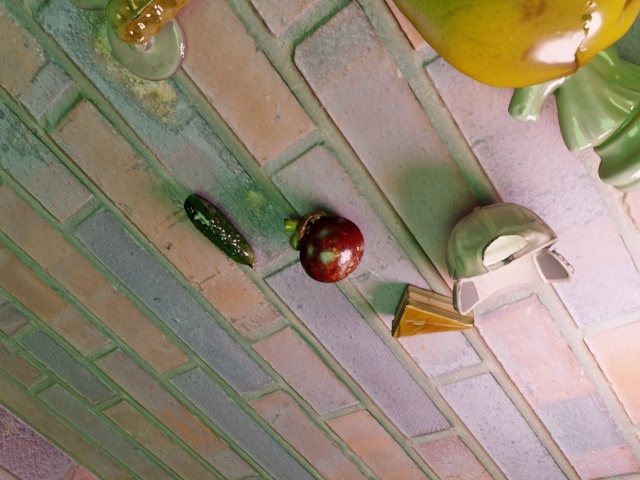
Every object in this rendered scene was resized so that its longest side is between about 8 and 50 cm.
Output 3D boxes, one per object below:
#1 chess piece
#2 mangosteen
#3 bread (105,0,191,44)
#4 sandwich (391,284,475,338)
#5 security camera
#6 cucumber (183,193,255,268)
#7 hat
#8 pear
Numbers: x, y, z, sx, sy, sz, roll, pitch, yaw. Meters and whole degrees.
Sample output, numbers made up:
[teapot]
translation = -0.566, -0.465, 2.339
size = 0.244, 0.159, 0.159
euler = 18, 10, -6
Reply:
[chess piece]
translation = 0.432, -0.225, 0.725
size = 0.298, 0.176, 0.176
euler = 39, 123, 3
[mangosteen]
translation = 0.012, -0.001, 0.976
size = 0.145, 0.181, 0.156
euler = -20, 146, -23
[bread]
translation = -0.206, -0.453, 0.728
size = 0.367, 0.077, 0.084
euler = -32, 104, 18
[sandwich]
translation = 0.259, 0.187, 1.058
size = 0.163, 0.079, 0.114
euler = 17, 126, 1
[security camera]
translation = -0.370, -0.429, 0.815
size = 0.157, 0.080, 0.302
euler = -20, 118, 23
[cucumber]
translation = -0.228, -0.016, 1.052
size = 0.069, 0.069, 0.227
euler = -29, 116, 27
[hat]
translation = 0.359, 0.036, 0.903
size = 0.231, 0.161, 0.275
euler = -20, 139, 22
[pear]
translation = 0.249, -0.360, 0.604
size = 0.284, 0.336, 0.285
euler = -17, 133, -19
